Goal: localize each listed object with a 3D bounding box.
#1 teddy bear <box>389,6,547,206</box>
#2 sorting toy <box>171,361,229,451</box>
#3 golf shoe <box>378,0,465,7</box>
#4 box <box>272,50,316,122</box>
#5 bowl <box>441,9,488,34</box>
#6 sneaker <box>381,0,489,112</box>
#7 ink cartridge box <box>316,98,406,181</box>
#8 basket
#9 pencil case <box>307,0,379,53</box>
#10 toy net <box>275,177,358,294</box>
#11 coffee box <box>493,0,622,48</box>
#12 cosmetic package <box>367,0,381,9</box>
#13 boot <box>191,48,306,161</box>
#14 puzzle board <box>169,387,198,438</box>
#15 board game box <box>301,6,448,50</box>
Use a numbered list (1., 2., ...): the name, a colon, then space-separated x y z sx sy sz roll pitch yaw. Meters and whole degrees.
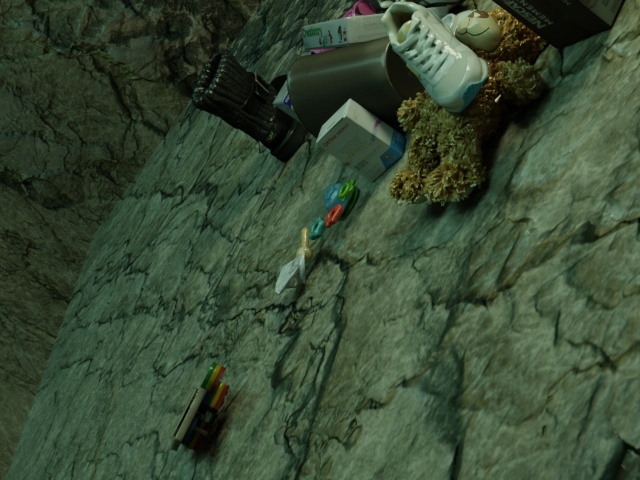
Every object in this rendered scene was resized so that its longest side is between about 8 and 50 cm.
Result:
1. teddy bear: 0.199 -0.193 1.408 0.338 0.113 0.245 -58 20 1
2. sorting toy: -0.203 0.299 1.716 0.132 0.046 0.274 -64 2 -22
3. golf shoe: 0.185 -0.457 1.820 0.120 0.105 0.273 -24 8 -5
4. box: -0.004 -0.296 2.052 0.126 0.137 0.072 -60 19 -7
5. bowl: 0.216 -0.306 1.593 0.170 0.080 0.170 -50 19 24
6. sneaker: 0.148 -0.248 1.351 0.087 0.092 0.228 -53 33 18
7. ink cartridge box: 0.068 -0.167 1.682 0.088 0.122 0.052 -40 25 42
8. basket: 0.084 -0.264 1.727 0.227 0.204 0.154 -14 41 52
9. pencil case: 0.055 -0.457 2.249 0.209 0.095 0.098 -29 18 52
10. toy net: 0.000 0.000 1.721 0.232 0.045 0.122 -61 20 -5
11. coffee box: 0.342 -0.429 1.326 0.297 0.168 0.119 -62 18 -14
12. cosmetic package: 0.115 -0.621 2.201 0.151 0.184 0.151 -58 18 0
13. boot: -0.157 -0.348 2.336 0.131 0.260 0.348 -50 20 22
14. puzzle board: -0.247 0.316 1.840 0.128 0.011 0.096 121 174 -80
15. board game box: 0.096 -0.399 1.904 0.305 0.193 0.053 -151 53 -72
